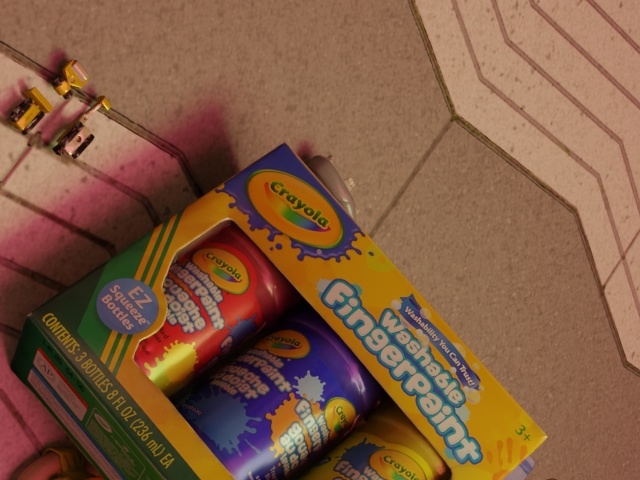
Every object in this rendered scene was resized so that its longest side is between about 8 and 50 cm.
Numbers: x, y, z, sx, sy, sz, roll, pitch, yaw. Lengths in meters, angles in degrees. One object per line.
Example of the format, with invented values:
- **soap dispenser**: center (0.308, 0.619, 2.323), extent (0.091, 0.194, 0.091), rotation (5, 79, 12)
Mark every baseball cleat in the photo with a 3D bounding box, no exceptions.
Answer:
- **baseball cleat**: center (0.000, 0.000, 1.883), extent (0.109, 0.072, 0.205), rotation (-31, 121, -25)

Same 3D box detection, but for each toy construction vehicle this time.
- **toy construction vehicle**: center (-0.273, -0.135, 1.596), extent (0.086, 0.035, 0.098), rotation (49, 67, -31)

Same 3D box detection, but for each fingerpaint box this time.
- **fingerpaint box**: center (-0.045, 0.173, 1.644), extent (0.371, 0.445, 0.163), rotation (-35, 169, -30)

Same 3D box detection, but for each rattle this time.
- **rattle**: center (-0.286, 0.339, 1.687), extent (0.199, 0.143, 0.130), rotation (-58, 155, -20)

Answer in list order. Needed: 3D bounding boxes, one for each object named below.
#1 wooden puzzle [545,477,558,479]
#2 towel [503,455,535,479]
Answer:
- **wooden puzzle**: center (0.131, 0.450, 1.720), extent (0.322, 0.080, 0.347), rotation (-27, 150, -38)
- **towel**: center (0.210, 0.329, 2.238), extent (0.209, 0.034, 0.285), rotation (-50, 133, -18)
